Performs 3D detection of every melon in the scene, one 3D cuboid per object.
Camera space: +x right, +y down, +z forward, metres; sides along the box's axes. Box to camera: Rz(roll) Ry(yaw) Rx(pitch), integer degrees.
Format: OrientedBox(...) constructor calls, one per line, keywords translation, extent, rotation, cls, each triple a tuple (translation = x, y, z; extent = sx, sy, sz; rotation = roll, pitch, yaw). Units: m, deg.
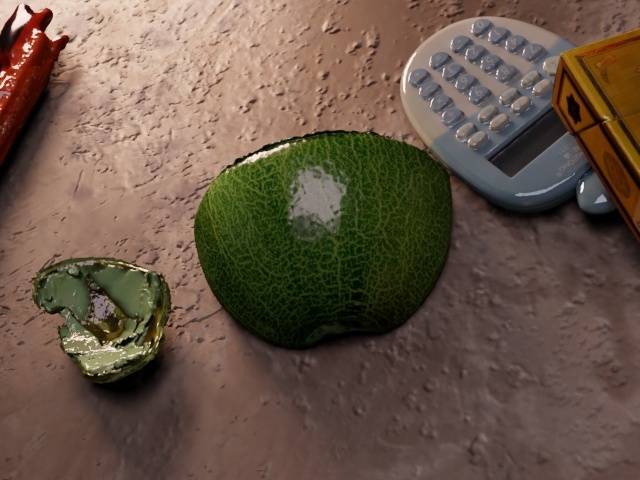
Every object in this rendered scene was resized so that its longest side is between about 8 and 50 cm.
OrientedBox(translation=(0.000, 0.000, 1.368), extent=(0.265, 0.129, 0.169), rotation=(-13, 58, 6), cls="melon")

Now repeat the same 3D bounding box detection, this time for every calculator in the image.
OrientedBox(translation=(0.205, -0.123, 1.438), extent=(0.188, 0.042, 0.302), rotation=(-38, 57, -11), cls="calculator")

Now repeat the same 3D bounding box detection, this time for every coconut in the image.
OrientedBox(translation=(-0.205, 0.076, 1.416), extent=(0.133, 0.055, 0.158), rotation=(-25, 56, -3), cls="coconut")

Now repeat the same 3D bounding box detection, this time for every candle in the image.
OrientedBox(translation=(-0.360, -0.144, 1.602), extent=(0.084, 0.059, 0.302), rotation=(0, 55, 30), cls="candle")

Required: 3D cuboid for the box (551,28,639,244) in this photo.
OrientedBox(translation=(0.363, -0.067, 1.301), extent=(0.192, 0.084, 0.301), rotation=(-17, 58, -12), cls="box")
